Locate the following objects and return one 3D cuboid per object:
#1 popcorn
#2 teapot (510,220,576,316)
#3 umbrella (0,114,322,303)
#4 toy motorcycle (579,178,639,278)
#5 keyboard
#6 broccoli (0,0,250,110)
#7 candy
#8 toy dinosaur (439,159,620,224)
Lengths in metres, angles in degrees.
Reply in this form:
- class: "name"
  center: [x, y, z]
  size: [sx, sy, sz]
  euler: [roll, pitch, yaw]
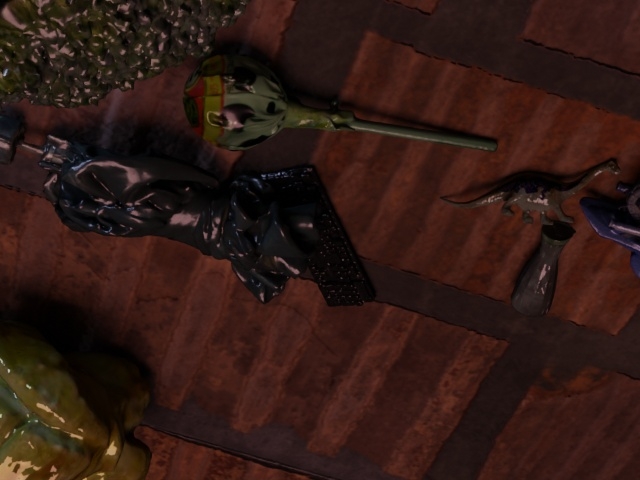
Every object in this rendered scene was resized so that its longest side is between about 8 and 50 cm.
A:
- class: "popcorn"
  center: [-0.330, 0.211, 1.651]
  size: [0.276, 0.276, 0.225]
  euler: [26, 96, -16]
- class: "teapot"
  center: [0.228, 0.026, 1.491]
  size: [0.043, 0.043, 0.111]
  euler: [12, 131, -2]
- class: "umbrella"
  center: [-0.173, -0.037, 1.457]
  size: [0.349, 0.094, 0.143]
  euler: [21, 130, -6]
- class: "toy motorcycle"
  center: [0.349, 0.013, 1.436]
  size: [0.114, 0.076, 0.205]
  euler: [-20, 127, 40]
- class: "keyboard"
  center: [0.000, 0.000, 1.518]
  size: [0.060, 0.018, 0.195]
  euler: [-9, 131, 23]
- class: "broccoli"
  center: [-0.205, -0.231, 1.153]
  size: [0.277, 0.338, 0.317]
  euler: [-1, 118, -30]
- class: "candy"
  center: [0.022, -0.115, 1.375]
  size: [0.305, 0.083, 0.091]
  euler: [7, 140, -8]
- class: "toy dinosaur"
  center: [0.203, -0.037, 1.422]
  size: [0.180, 0.058, 0.037]
  euler: [-7, 155, 12]
